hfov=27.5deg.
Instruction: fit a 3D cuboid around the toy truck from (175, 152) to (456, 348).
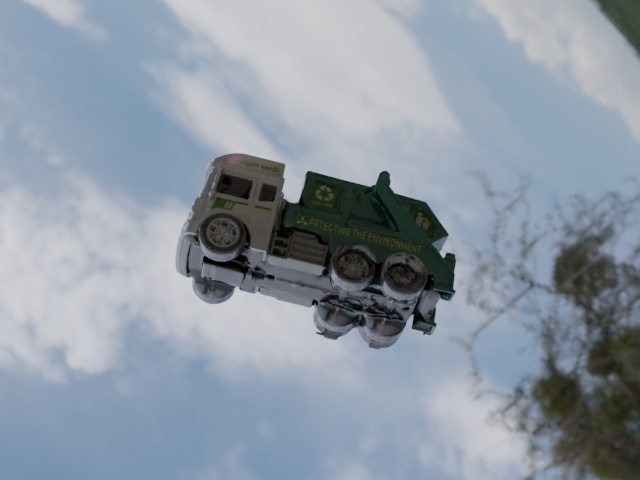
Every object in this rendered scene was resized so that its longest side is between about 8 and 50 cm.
[{"bbox_3d":[0.000,0.000,1.044,0.216,0.110,0.116,14,-118,-1],"label":"toy truck"}]
